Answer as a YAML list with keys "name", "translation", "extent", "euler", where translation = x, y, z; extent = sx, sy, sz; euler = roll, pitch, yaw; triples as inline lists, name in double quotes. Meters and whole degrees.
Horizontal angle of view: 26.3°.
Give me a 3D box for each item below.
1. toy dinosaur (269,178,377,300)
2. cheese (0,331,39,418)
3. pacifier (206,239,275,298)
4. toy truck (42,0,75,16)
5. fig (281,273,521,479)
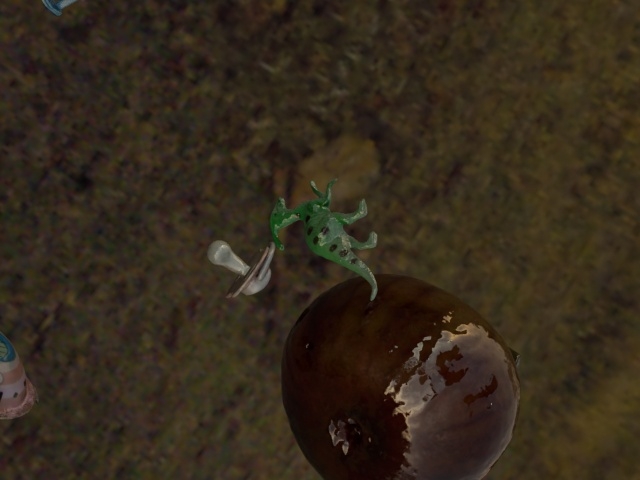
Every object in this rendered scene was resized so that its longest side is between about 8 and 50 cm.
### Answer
- name: "toy dinosaur"
  translation: [0.000, 0.000, 0.772]
  extent: [0.021, 0.062, 0.083]
  euler: [46, 36, -55]
- name: "cheese"
  translation: [-0.349, 0.131, 1.284]
  extent: [0.074, 0.189, 0.286]
  euler: [-61, -160, 12]
- name: "pacifier"
  translation: [-0.093, 0.024, 1.570]
  extent: [0.081, 0.078, 0.099]
  euler: [-57, -172, -11]
- name: "toy truck"
  translation: [-0.195, -0.210, 0.984]
  extent: [0.056, 0.090, 0.073]
  euler: [-22, 156, 23]
- name: "fig"
  translation: [0.076, 0.143, 1.316]
  extent: [0.214, 0.235, 0.235]
  euler: [-75, -177, -59]
